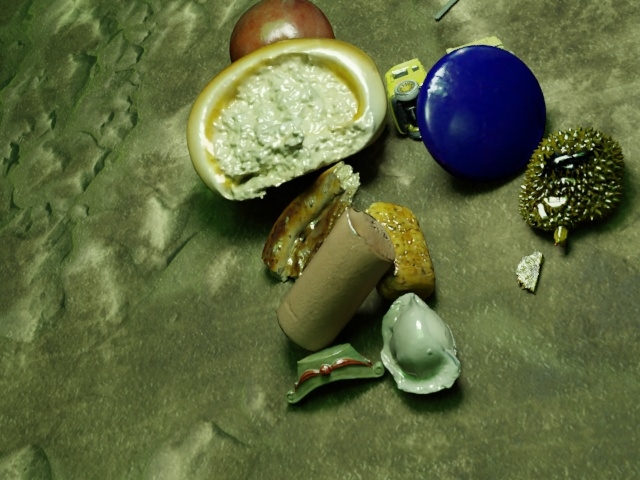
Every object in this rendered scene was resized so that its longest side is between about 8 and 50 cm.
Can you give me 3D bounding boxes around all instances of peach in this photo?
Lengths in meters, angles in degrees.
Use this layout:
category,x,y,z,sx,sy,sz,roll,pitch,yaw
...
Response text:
category,x,y,z,sx,sy,sz,roll,pitch,yaw
peach,-0.089,-0.446,1.981,0.252,0.252,0.253,-12,51,15

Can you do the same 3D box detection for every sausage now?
category,x,y,z,sx,sy,sz,roll,pitch,yaw
sausage,0.032,0.068,1.520,0.253,0.123,0.123,-56,41,28

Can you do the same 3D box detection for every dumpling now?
category,x,y,z,sx,sy,sz,roll,pitch,yaw
dumpling,0.164,0.182,1.471,0.127,0.108,0.188,-40,59,25

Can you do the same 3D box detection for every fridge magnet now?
category,x,y,z,sx,sy,sz,roll,pitch,yaw
fridge magnet,0.309,-0.244,1.662,0.265,0.265,0.112,-39,10,-9

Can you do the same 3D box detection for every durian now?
category,x,y,z,sx,sy,sz,roll,pitch,yaw
durian,0.444,-0.110,1.546,0.193,0.138,0.237,1,56,24

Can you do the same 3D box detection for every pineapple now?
category,x,y,z,sx,sy,sz,roll,pitch,yaw
pineapple,0.369,0.053,1.530,0.045,0.019,0.083,10,62,26

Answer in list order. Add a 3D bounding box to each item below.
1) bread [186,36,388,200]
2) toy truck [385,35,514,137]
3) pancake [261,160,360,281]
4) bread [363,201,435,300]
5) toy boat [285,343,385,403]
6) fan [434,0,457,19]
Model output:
category,x,y,z,sx,sy,sz,roll,pitch,yaw
bread,-0.057,-0.226,1.786,0.423,0.245,0.329,-23,60,8
toy truck,0.270,-0.339,1.808,0.272,0.124,0.157,-19,43,7
pancake,0.000,0.000,1.660,0.266,0.057,0.245,-44,50,18
bread,0.142,0.019,1.594,0.113,0.083,0.211,10,43,-26
toy boat,0.018,0.229,1.513,0.185,0.071,0.089,-19,7,9
fan,0.370,-0.653,2.082,0.294,0.012,0.223,-25,48,2
